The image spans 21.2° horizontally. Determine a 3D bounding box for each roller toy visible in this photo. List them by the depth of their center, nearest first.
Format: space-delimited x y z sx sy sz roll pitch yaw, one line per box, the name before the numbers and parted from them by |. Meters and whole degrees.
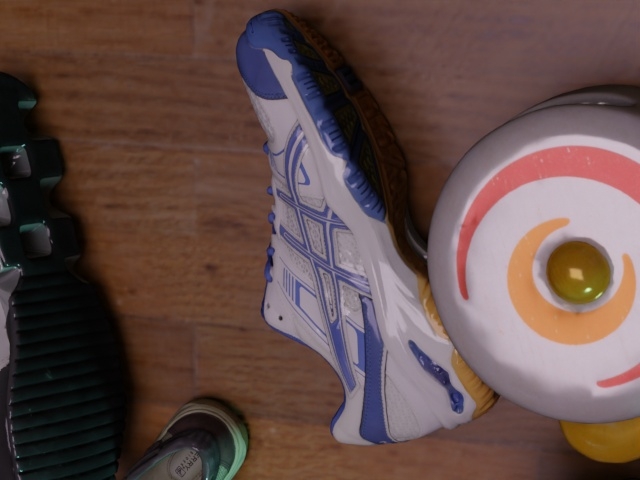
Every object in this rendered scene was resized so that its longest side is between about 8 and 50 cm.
roller toy | 0.165 0.009 1.033 0.191 0.146 0.209 33 110 11

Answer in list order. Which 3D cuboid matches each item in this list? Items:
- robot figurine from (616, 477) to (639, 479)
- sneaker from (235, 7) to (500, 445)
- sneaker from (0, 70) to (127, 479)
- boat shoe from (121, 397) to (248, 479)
robot figurine | 0.191 0.268 1.066 0.278 0.173 0.209 -10 67 21
sneaker | 0.000 0.000 1.109 0.131 0.112 0.296 -26 91 23
sneaker | -0.237 0.060 1.204 0.146 0.122 0.331 -18 80 30
boat shoe | -0.131 0.210 1.218 0.080 0.073 0.223 37 110 9
